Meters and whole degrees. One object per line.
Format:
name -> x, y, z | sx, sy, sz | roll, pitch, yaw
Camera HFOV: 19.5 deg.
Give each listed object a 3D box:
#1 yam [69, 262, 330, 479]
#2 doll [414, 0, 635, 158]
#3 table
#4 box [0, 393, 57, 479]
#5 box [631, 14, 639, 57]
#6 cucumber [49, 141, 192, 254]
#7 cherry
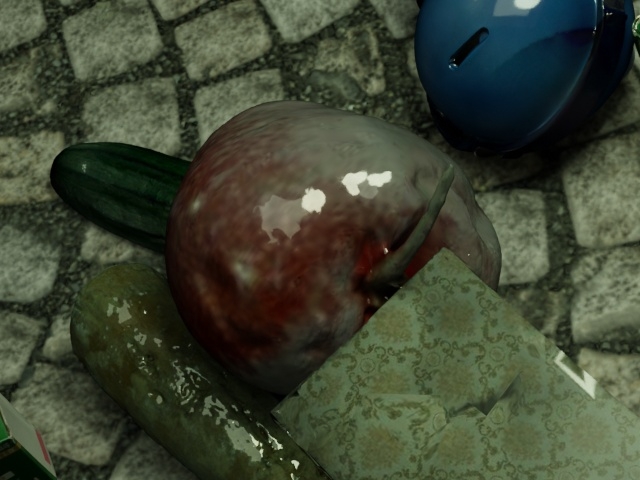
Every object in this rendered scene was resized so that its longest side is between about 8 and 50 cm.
yam -> -0.112, 0.164, 1.864 | 0.133, 0.133, 0.330 | -44, 64, -11
doll -> 0.200, -0.241, 1.938 | 0.284, 0.240, 0.310 | -47, 55, 36
table -> 0.177, 0.229, 1.644 | 0.222, 0.272, 0.335 | -44, 60, -3
box -> -0.385, 0.240, 1.887 | 0.199, 0.135, 0.081 | -28, 58, 1
box -> 0.421, -0.129, 1.844 | 0.103, 0.180, 0.250 | -34, 60, 0
cucumber -> -0.199, -0.056, 2.046 | 0.244, 0.063, 0.115 | 14, 66, 24
cherry -> 0.013, 0.000, 1.821 | 0.326, 0.291, 0.335 | 7, 21, -1
